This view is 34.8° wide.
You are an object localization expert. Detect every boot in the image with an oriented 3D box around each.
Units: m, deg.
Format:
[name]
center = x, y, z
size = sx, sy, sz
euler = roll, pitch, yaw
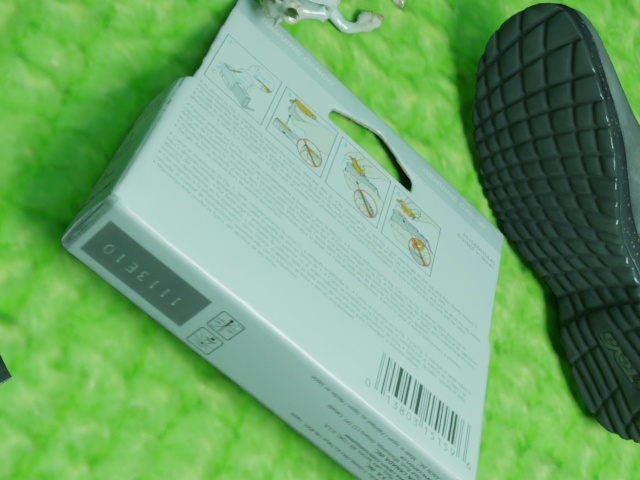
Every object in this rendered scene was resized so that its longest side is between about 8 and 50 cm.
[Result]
[boot]
center = 0.252, -0.033, 0.798
size = 0.223, 0.118, 0.338
euler = -26, 102, -40

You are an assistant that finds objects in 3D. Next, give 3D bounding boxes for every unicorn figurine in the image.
[unicorn figurine]
center = 0.007, -0.188, 0.702
size = 0.111, 0.060, 0.162
euler = 7, 60, -30

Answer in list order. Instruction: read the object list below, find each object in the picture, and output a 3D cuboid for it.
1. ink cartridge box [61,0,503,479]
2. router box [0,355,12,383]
[ink cartridge box]
center = 0.000, 0.000, 0.653
size = 0.275, 0.060, 0.239
euler = 41, 36, -18
[router box]
center = -0.200, 0.039, 0.479
size = 0.038, 0.122, 0.092
euler = -27, 95, -38
